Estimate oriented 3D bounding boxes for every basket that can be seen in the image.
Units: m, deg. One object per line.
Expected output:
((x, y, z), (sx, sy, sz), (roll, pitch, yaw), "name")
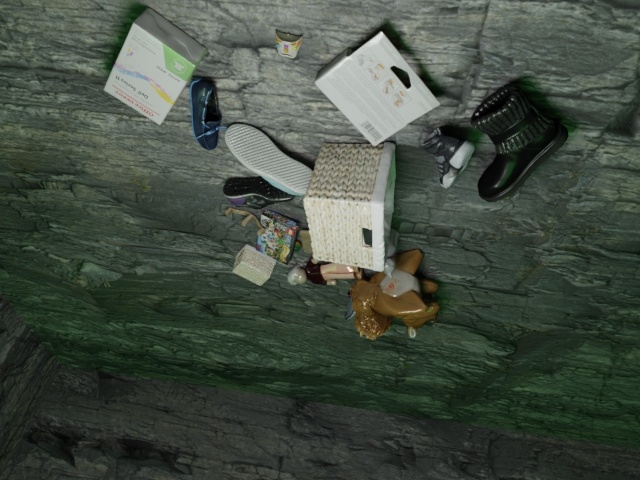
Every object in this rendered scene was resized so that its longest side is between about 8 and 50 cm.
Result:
((0.114, -0.120, 1.686), (0.266, 0.332, 0.329), (4, 138, 11), "basket")
((-0.300, 0.114, 2.206), (0.167, 0.103, 0.113), (29, 137, -19), "basket")

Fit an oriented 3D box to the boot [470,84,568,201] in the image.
((0.556, -0.296, 1.532), (0.260, 0.131, 0.348), (23, 127, -22), "boot")

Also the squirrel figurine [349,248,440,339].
((0.330, 0.279, 2.142), (0.396, 0.281, 0.370), (-17, 146, 16), "squirrel figurine")

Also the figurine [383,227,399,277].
((0.221, 0.023, 1.906), (0.214, 0.210, 0.092), (36, 133, -25), "figurine")

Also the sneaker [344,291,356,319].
((0.156, 0.291, 2.336), (0.098, 0.083, 0.224), (38, 131, 2), "sneaker")

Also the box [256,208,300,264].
((-0.182, -0.011, 2.056), (0.159, 0.044, 0.233), (26, 139, 8), "box")

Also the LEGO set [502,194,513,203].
((0.666, -0.168, 1.741), (0.054, 0.024, 0.083), (27, 123, -20), "LEGO set")

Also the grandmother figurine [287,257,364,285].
((0.011, 0.142, 2.173), (0.341, 0.104, 0.208), (-9, 126, 18), "grandmother figurine")

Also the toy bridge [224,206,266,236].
((-0.299, -0.084, 2.005), (0.188, 0.063, 0.026), (31, 140, 12), "toy bridge")

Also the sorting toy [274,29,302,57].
((-0.099, -0.575, 1.454), (0.083, 0.045, 0.075), (12, 158, 0), "sorting toy")

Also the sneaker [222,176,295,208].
((-0.223, -0.177, 1.891), (0.282, 0.107, 0.124), (4, 153, 14), "sneaker")

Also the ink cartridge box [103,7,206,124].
((-0.540, -0.516, 1.552), (0.207, 0.119, 0.353), (31, 135, -21), "ink cartridge box")

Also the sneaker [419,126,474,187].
((0.407, -0.280, 1.618), (0.153, 0.101, 0.269), (40, 168, 14), "sneaker")

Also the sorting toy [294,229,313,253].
((0.000, 0.000, 2.046), (0.274, 0.046, 0.132), (7, 139, 17), "sorting toy")

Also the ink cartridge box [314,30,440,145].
((0.174, -0.462, 1.490), (0.261, 0.066, 0.296), (-27, 126, 35), "ink cartridge box")

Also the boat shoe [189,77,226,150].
((-0.378, -0.406, 1.638), (0.088, 0.109, 0.258), (22, 144, 20), "boat shoe")

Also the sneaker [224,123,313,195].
((-0.187, -0.267, 1.747), (0.365, 0.135, 0.150), (37, 165, -5), "sneaker")
